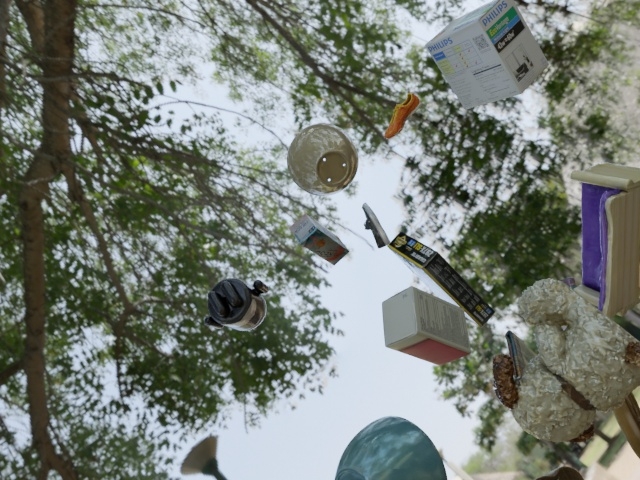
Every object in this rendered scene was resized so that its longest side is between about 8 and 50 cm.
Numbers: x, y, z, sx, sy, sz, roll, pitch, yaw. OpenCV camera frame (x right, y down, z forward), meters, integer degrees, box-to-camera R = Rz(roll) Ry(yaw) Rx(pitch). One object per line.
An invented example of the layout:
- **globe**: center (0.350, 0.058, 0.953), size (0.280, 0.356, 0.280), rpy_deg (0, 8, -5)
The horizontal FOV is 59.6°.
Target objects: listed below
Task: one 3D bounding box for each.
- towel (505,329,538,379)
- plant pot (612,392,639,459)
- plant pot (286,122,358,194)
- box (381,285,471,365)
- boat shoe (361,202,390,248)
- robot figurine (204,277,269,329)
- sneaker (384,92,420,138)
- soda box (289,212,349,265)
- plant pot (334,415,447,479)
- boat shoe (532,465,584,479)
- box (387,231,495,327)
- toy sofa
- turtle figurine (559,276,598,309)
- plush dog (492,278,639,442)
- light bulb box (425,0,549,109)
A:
- **towel**: center (0.746, 0.499, 1.925), size (0.040, 0.272, 0.370), rpy_deg (-27, -47, 30)
- **plant pot**: center (0.692, 0.374, 1.265), size (0.032, 0.237, 0.236), rpy_deg (-29, -21, 27)
- **plant pot**: center (0.026, -0.292, 2.117), size (0.283, 0.191, 0.285), rpy_deg (-4, -72, -12)
- **box**: center (0.304, 0.251, 1.612), size (0.232, 0.149, 0.126), rpy_deg (24, -41, -31)
- **boat shoe**: center (0.240, -0.066, 2.589), size (0.076, 0.229, 0.080), rpy_deg (-31, -10, 12)
- **robot figurine**: center (-0.304, 0.232, 2.028), size (0.278, 0.208, 0.174), rpy_deg (48, -136, -67)
- **sneaker**: center (0.266, -0.423, 1.896), size (0.067, 0.064, 0.175), rpy_deg (35, -90, -27)
- **soda box**: center (0.000, 0.000, 1.388), size (0.058, 0.063, 0.183), rpy_deg (-43, -33, 9)
- **plant pot**: center (0.148, 0.619, 1.422), size (0.195, 0.290, 0.290), rpy_deg (-3, -56, -45)
- **boat shoe**: center (0.813, 0.877, 1.967), size (0.340, 0.122, 0.110), rpy_deg (11, -40, -34)
- **box**: center (0.390, 0.123, 1.829), size (0.079, 0.257, 0.322), rpy_deg (-47, -66, 1)
- **toy sofa**: center (0.701, 0.003, 1.383), size (0.177, 0.150, 0.363), rpy_deg (-23, -64, -22)
- **turtle figurine**: center (0.743, 0.222, 1.563), size (0.175, 0.234, 0.118), rpy_deg (23, -37, -28)
- **plush dog**: center (0.405, 0.225, 0.893), size (0.225, 0.262, 0.211), rpy_deg (-52, 8, 11)
- **light bulb box**: center (0.716, -0.807, 2.427), size (0.225, 0.357, 0.361), rpy_deg (-45, -70, -19)
